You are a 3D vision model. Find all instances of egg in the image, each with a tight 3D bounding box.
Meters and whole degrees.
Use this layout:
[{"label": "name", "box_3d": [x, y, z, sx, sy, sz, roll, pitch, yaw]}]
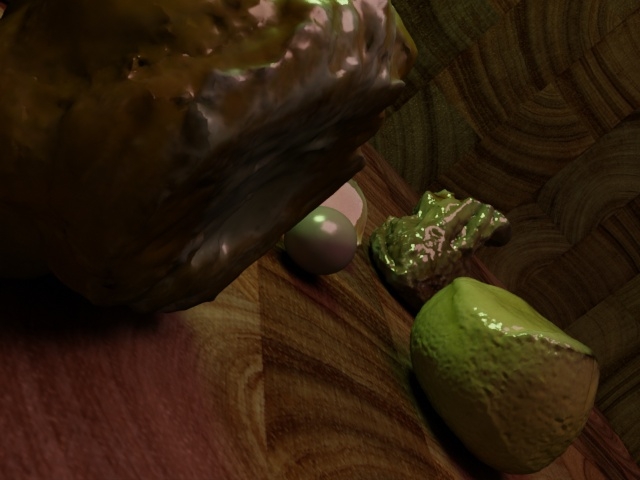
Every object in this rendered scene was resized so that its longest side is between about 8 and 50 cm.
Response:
[{"label": "egg", "box_3d": [0.000, 0.000, 1.128, 0.103, 0.103, 0.135, 55, 18, 23]}]

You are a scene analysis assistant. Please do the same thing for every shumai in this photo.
[{"label": "shumai", "box_3d": [0.267, 0.017, 1.594, 0.267, 0.262, 0.314, 53, 16, 18]}]

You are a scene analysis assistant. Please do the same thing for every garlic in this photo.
[{"label": "garlic", "box_3d": [-0.016, -0.092, 1.388, 0.266, 0.128, 0.148, 39, 1, 3]}]

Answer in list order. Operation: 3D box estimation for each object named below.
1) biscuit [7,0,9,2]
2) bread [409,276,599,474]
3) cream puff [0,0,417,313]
[{"label": "biscuit", "box_3d": [-0.436, -0.349, 0.807, 0.094, 0.054, 0.378, 55, 15, 19]}, {"label": "bread", "box_3d": [0.284, 0.212, 1.205, 0.320, 0.237, 0.320, 38, 3, -2]}, {"label": "cream puff", "box_3d": [-0.133, -0.115, 0.600, 0.276, 0.378, 0.378, 52, 14, 12]}]
